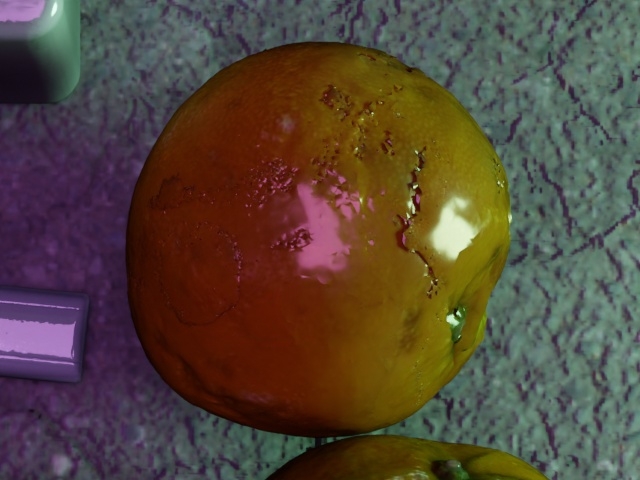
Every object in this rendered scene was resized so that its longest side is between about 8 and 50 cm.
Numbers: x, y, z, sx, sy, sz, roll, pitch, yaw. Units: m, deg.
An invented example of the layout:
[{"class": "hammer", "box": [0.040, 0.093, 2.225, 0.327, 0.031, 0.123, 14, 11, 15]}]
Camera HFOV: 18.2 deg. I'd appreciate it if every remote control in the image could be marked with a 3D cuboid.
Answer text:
[{"class": "remote control", "box": [-0.230, 0.054, 1.274, 0.162, 0.029, 0.061, 5, 80, -3]}]

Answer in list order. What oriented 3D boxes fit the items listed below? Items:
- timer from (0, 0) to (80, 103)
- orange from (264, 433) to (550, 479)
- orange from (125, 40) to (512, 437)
[{"class": "timer", "box": [-0.248, -0.196, 1.226, 0.194, 0.195, 0.192, 0, 82, -3]}, {"class": "orange", "box": [0.054, 0.201, 1.133, 0.240, 0.240, 0.171, 5, 111, -3]}, {"class": "orange", "box": [0.000, 0.000, 1.191, 0.240, 0.240, 0.240, 1, 82, -4]}]
